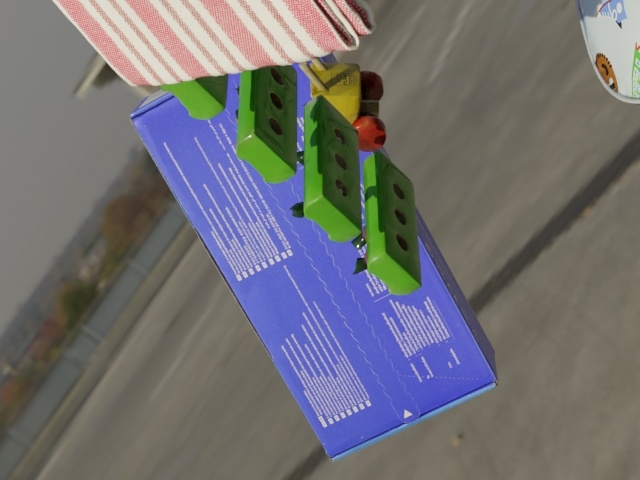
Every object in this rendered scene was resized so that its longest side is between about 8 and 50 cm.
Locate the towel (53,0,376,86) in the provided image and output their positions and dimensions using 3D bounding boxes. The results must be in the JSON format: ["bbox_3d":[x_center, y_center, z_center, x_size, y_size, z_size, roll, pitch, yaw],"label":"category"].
[{"bbox_3d":[-0.078,-0.143,0.711,0.197,0.144,0.029,-2,45,47],"label":"towel"}]

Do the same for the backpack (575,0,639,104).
[{"bbox_3d":[0.266,-0.159,0.785,0.213,0.263,0.276,-14,-11,-17],"label":"backpack"}]

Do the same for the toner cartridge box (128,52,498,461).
[{"bbox_3d":[0.000,0.000,1.202,0.165,0.347,0.075,-26,14,12],"label":"toner cartridge box"}]

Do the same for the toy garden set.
[{"bbox_3d":[-0.026,-0.094,0.986,0.049,0.244,0.203,-31,37,25],"label":"toy garden set"}]
